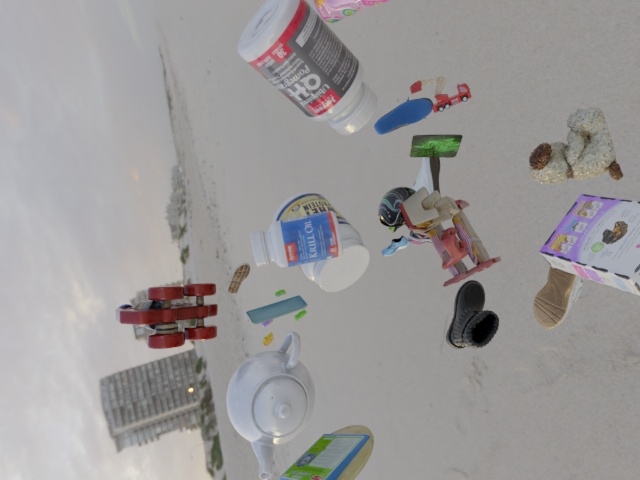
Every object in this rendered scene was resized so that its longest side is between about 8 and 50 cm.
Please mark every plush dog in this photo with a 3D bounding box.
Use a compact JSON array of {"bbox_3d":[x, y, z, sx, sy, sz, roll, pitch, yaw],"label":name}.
[{"bbox_3d":[0.761,-0.241,1.262,0.262,0.226,0.210,26,-127,-51],"label":"plush dog"}]

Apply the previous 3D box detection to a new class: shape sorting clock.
[{"bbox_3d":[0.011,0.417,0.761,0.040,0.206,0.206,61,165,2],"label":"shape sorting clock"}]

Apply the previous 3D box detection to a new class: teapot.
[{"bbox_3d":[-0.114,0.404,1.055,0.256,0.253,0.187,61,158,-3],"label":"teapot"}]

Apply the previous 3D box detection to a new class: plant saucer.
[{"bbox_3d":[-0.140,0.226,1.338,0.067,0.192,0.018,40,137,52],"label":"plant saucer"}]

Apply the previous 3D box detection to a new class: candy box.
[{"bbox_3d":[0.581,0.001,0.827,0.070,0.164,0.196,39,177,-25],"label":"candy box"}]

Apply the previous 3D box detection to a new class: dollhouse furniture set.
[{"bbox_3d":[0.312,0.005,1.060,0.152,0.374,0.201,-33,72,30],"label":"dollhouse furniture set"}]

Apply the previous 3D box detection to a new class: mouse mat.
[{"bbox_3d":[0.457,-0.375,1.645,0.152,0.190,0.007,75,-163,-66],"label":"mouse mat"}]

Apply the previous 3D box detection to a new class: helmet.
[{"bbox_3d":[0.295,-0.116,1.526,0.161,0.170,0.169,-132,30,-58],"label":"helmet"}]

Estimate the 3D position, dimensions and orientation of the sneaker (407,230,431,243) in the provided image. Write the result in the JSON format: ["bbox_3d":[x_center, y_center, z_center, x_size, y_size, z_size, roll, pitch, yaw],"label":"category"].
[{"bbox_3d":[0.432,-0.032,1.631,0.072,0.178,0.077,-138,48,-56],"label":"sneaker"}]

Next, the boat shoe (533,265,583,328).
[{"bbox_3d":[0.710,0.143,1.200,0.098,0.096,0.277,48,147,45],"label":"boat shoe"}]

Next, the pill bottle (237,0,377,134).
[{"bbox_3d":[-0.014,-0.388,0.943,0.319,0.176,0.176,33,-165,-36],"label":"pill bottle"}]

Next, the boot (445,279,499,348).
[{"bbox_3d":[0.679,0.313,1.798,0.260,0.131,0.347,100,-169,-70],"label":"boot"}]

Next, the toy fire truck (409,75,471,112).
[{"bbox_3d":[0.437,-0.543,1.502,0.135,0.192,0.047,63,-158,-18],"label":"toy fire truck"}]

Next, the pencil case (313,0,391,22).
[{"bbox_3d":[0.125,-0.454,0.690,0.124,0.284,0.124,-6,-84,-62],"label":"pencil case"}]

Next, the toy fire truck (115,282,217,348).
[{"bbox_3d":[-0.467,0.219,1.237,0.302,0.254,0.169,5,-99,-59],"label":"toy fire truck"}]

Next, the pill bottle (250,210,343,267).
[{"bbox_3d":[-0.062,0.003,1.063,0.124,0.222,0.124,168,90,-86],"label":"pill bottle"}]

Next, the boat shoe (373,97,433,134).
[{"bbox_3d":[0.332,-0.514,1.659,0.258,0.089,0.109,-9,115,36],"label":"boat shoe"}]

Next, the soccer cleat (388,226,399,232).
[{"bbox_3d":[0.326,-0.081,1.730,0.060,0.072,0.179,-61,4,32],"label":"soccer cleat"}]

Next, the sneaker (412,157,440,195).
[{"bbox_3d":[0.454,-0.280,1.815,0.123,0.106,0.289,1,92,44],"label":"sneaker"}]

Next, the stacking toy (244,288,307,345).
[{"bbox_3d":[-0.192,0.319,1.742,0.167,0.221,0.052,42,155,33],"label":"stacking toy"}]

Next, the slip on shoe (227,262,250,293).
[{"bbox_3d":[-0.276,0.121,1.390,0.135,0.052,0.041,-61,23,28],"label":"slip on shoe"}]

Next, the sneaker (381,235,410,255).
[{"bbox_3d":[0.389,0.021,2.186,0.073,0.162,0.063,46,-156,-26],"label":"sneaker"}]

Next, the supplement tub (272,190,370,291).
[{"bbox_3d":[0.000,0.000,1.401,0.316,0.228,0.228,49,153,39],"label":"supplement tub"}]
